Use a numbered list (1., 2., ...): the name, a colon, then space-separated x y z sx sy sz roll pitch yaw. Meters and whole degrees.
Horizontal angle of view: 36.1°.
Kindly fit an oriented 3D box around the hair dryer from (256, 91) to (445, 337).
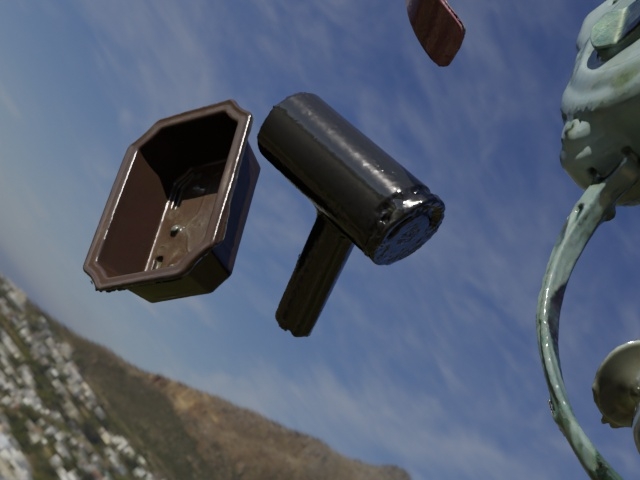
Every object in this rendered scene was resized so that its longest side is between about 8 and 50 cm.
1. hair dryer: 0.000 0.000 0.998 0.197 0.089 0.251 44 -50 29

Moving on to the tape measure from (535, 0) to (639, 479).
1. tape measure: 0.146 -0.037 0.380 0.084 0.330 0.164 38 -51 -9

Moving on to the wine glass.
1. wine glass: 0.329 0.172 0.891 0.103 0.103 0.222 57 3 -14

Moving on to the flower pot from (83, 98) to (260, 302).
1. flower pot: -0.149 -0.032 1.099 0.179 0.250 0.084 -10 -41 28

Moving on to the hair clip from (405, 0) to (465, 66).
1. hair clip: 0.097 -0.217 0.883 0.054 0.022 0.137 113 -30 -51
